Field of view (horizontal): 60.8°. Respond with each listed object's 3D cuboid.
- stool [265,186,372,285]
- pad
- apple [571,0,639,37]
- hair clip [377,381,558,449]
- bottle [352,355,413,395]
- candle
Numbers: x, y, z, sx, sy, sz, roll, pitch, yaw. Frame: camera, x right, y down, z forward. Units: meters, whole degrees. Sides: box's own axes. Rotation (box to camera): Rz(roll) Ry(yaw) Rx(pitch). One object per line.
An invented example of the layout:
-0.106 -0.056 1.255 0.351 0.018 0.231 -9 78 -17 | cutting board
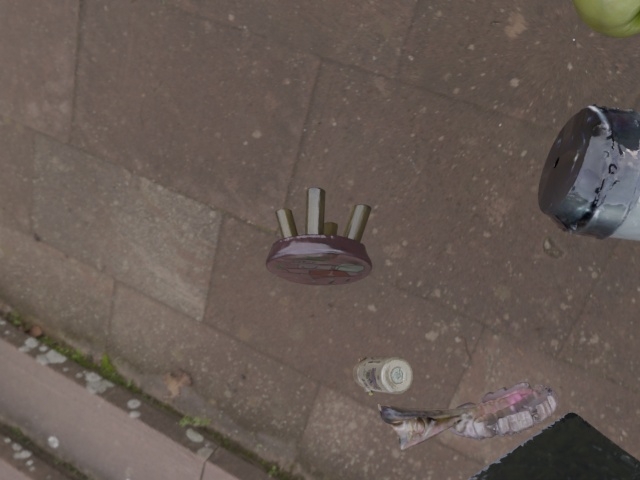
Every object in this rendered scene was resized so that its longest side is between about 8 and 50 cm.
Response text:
0.000 0.000 1.407 0.271 0.272 0.179 -8 66 27 | stool
0.253 0.317 0.666 0.159 0.009 0.265 37 115 -13 | pad
0.695 -0.598 1.226 0.278 0.279 0.280 9 112 22 | apple
0.226 0.271 0.844 0.173 0.300 0.069 156 112 -66 | hair clip
0.164 0.377 1.510 0.209 0.097 0.110 152 108 -65 | bottle
0.565 -0.094 0.913 0.342 0.221 0.222 11 114 1 | candle
